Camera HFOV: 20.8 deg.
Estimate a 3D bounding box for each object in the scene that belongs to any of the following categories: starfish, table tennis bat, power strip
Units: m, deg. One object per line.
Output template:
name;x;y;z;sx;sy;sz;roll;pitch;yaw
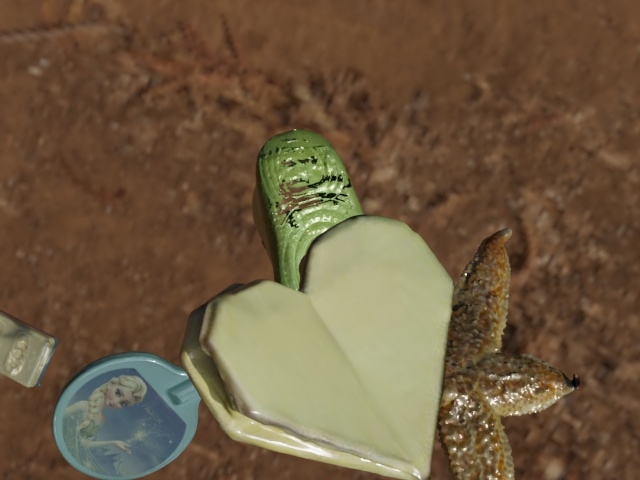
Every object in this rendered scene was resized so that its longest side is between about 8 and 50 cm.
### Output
starfish;0.074;0.112;1.266;0.231;0.048;0.295;8;63;-12
table tennis bat;-0.166;0.167;1.817;0.237;0.149;0.038;-26;27;-2
power strip;-0.336;0.101;1.798;0.123;0.056;0.032;26;5;11

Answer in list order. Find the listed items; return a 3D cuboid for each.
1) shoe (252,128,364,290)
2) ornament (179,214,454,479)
shoe;0.002;-0.001;2.023;0.140;0.128;0.262;-17;84;-2
ornament;0.018;0.087;1.157;0.201;0.059;0.180;-29;84;-39
